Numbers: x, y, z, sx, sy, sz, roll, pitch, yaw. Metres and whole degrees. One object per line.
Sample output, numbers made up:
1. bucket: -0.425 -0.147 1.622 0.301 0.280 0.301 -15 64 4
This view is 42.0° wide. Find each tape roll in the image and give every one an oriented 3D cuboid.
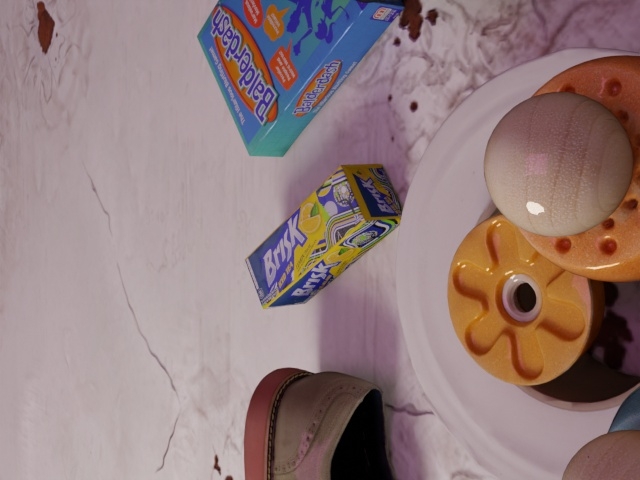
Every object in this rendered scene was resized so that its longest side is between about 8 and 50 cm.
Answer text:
1. tape roll: 0.180 0.026 0.528 0.286 0.100 0.286 6 98 48

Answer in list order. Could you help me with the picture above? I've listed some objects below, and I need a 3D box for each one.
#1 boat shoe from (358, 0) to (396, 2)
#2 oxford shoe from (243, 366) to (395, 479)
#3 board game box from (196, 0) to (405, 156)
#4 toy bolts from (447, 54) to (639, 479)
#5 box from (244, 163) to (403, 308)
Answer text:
1. boat shoe: 0.034 -0.411 0.602 0.156 0.186 0.500 -10 91 43
2. oxford shoe: 0.012 0.288 0.727 0.130 0.123 0.348 -8 88 43
3. board game box: -0.029 -0.205 0.788 0.210 0.047 0.160 -47 59 41
4. toy bolts: 0.123 0.051 0.397 0.218 0.158 0.229 -40 64 43
5. box: 0.000 0.000 0.765 0.169 0.054 0.059 -42 62 43
